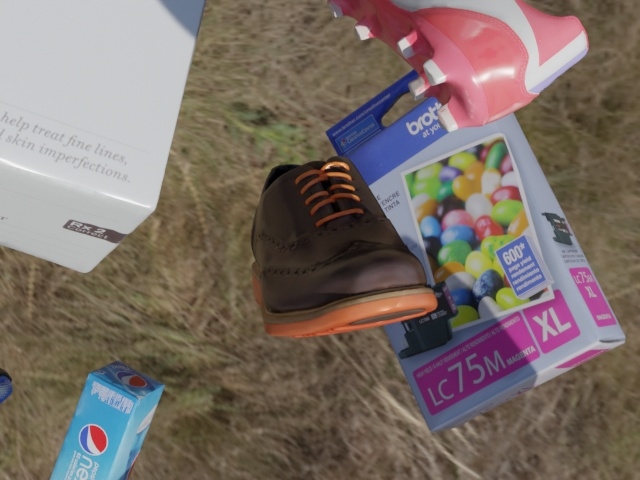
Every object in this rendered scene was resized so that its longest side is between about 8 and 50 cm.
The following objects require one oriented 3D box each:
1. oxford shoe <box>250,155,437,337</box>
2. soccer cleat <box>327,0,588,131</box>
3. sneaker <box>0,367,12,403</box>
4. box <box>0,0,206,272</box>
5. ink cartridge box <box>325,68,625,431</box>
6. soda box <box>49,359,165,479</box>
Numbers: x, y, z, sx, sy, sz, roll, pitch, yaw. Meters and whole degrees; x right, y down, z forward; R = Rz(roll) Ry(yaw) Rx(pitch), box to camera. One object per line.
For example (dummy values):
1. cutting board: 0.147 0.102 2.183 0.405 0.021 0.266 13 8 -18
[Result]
1. oxford shoe: 0.000 0.000 0.857 0.097 0.271 0.098 -9 98 -15
2. soccer cleat: 0.062 -0.158 0.831 0.095 0.248 0.083 -26 137 -8
3. sneaker: -0.436 0.270 1.446 0.147 0.130 0.330 46 74 -21
4. box: -0.162 -0.104 0.676 0.181 0.119 0.182 19 66 -20
5. ink cartridge box: 0.114 -0.011 1.205 0.065 0.186 0.311 3 59 -53
6. soda box: -0.249 0.245 1.537 0.067 0.071 0.210 26 105 13
